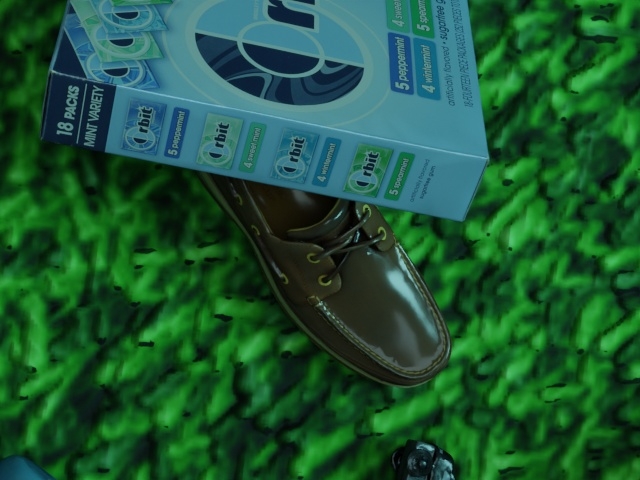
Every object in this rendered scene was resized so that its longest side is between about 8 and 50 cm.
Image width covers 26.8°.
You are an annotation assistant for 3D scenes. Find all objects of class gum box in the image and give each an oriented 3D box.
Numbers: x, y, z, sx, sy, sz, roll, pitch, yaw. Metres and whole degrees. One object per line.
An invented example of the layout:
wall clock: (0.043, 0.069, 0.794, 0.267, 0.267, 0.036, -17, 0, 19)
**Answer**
gum box: (-0.022, -0.090, 0.612, 0.184, 0.041, 0.157, 10, 42, -9)

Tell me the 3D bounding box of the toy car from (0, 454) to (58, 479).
toy car: (-0.206, 0.155, 0.504, 0.210, 0.238, 0.219, 42, 79, -4)

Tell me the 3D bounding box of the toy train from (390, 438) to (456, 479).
toy train: (0.035, 0.176, 0.655, 0.036, 0.027, 0.158, 20, 81, -19)

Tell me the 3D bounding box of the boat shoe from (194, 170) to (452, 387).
boat shoe: (0.000, -0.001, 0.644, 0.064, 0.060, 0.178, -39, 93, -11)
